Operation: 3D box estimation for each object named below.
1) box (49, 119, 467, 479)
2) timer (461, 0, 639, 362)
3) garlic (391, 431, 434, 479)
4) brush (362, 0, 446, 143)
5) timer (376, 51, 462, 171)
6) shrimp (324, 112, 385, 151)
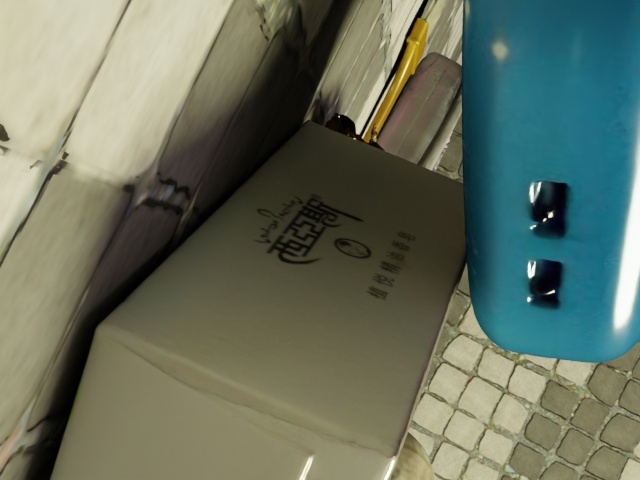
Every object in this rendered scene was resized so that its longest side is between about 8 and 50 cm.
[{"bbox_3d":[-0.024,0.085,0.505,0.274,0.116,0.203,-55,167,-64],"label":"box"},{"bbox_3d":[0.133,-0.133,0.485,0.309,0.115,0.340,79,22,-49],"label":"timer"},{"bbox_3d":[-0.002,0.235,0.977,0.228,0.227,0.152,-60,143,-33],"label":"garlic"},{"bbox_3d":[0.046,-0.099,0.927,0.272,0.013,0.103,-62,175,-5],"label":"brush"},{"bbox_3d":[0.076,-0.071,1.073,0.209,0.069,0.191,-62,178,-27],"label":"timer"},{"bbox_3d":[0.001,0.000,0.716,0.145,0.061,0.267,-51,173,-24],"label":"shrimp"}]
